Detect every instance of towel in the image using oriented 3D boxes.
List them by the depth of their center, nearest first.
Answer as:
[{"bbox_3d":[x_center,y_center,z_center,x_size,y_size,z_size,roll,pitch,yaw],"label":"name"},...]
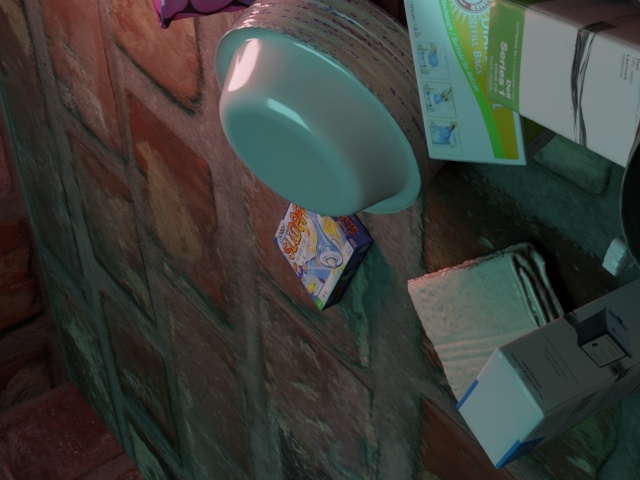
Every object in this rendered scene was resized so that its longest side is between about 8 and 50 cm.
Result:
[{"bbox_3d":[0.206,0.107,1.395,0.187,0.049,0.282,66,156,-1],"label":"towel"}]

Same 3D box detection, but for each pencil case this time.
[{"bbox_3d":[-0.095,-0.300,1.408,0.098,0.209,0.095,109,151,-62],"label":"pencil case"}]

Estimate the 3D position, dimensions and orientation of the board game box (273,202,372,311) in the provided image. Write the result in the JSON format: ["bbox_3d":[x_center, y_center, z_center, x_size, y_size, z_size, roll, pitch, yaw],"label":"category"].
[{"bbox_3d":[0.000,0.000,1.705,0.136,0.035,0.201,56,154,17],"label":"board game box"}]

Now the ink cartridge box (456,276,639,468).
[{"bbox_3d":[0.245,0.129,1.167,0.082,0.191,0.139,56,153,21],"label":"ink cartridge box"}]

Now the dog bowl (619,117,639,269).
[{"bbox_3d":[0.346,-0.063,0.674,0.348,0.349,0.102,101,177,-52],"label":"dog bowl"}]

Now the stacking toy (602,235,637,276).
[{"bbox_3d":[0.344,-0.005,1.016,0.167,0.052,0.221,47,141,33],"label":"stacking toy"}]

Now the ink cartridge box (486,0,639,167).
[{"bbox_3d":[0.249,-0.126,0.889,0.219,0.160,0.092,-137,42,-56],"label":"ink cartridge box"}]

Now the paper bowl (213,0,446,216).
[{"bbox_3d":[0.001,-0.138,1.337,0.284,0.148,0.284,31,156,16],"label":"paper bowl"}]

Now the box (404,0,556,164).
[{"bbox_3d":[0.155,-0.186,1.108,0.103,0.114,0.203,7,122,34],"label":"box"}]

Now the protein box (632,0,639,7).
[{"bbox_3d":[0.262,-0.254,0.704,0.136,0.200,0.201,50,172,28],"label":"protein box"}]
